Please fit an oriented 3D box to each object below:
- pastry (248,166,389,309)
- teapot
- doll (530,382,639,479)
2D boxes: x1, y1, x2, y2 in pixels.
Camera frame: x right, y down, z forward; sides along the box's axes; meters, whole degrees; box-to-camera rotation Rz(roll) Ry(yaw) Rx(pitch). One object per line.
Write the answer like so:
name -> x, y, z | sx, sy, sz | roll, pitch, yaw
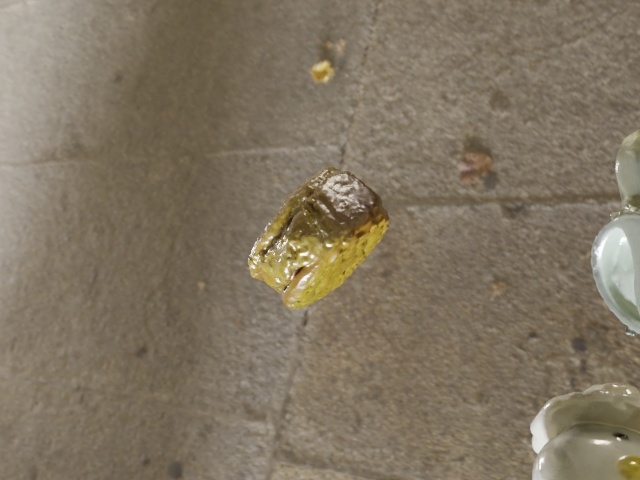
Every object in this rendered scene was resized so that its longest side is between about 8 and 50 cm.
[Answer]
pastry -> 0.000, 0.000, 0.661 | 0.057, 0.109, 0.097 | 41, 95, 15
teapot -> 0.231, -0.027, 0.524 | 0.077, 0.200, 0.107 | -4, 106, 59
doll -> 0.186, 0.209, 0.654 | 0.119, 0.138, 0.293 | 109, -176, -47
